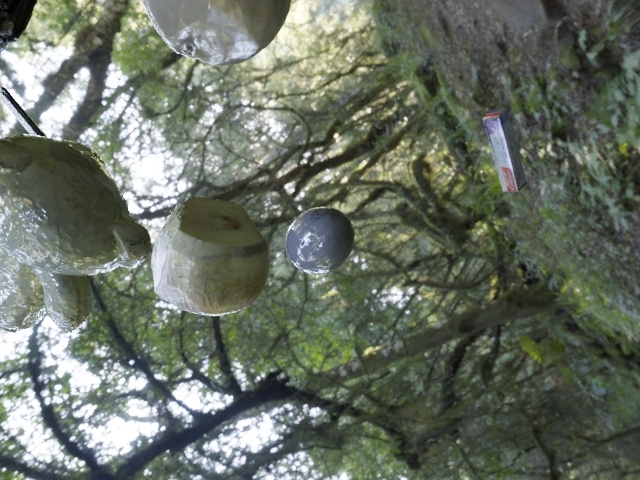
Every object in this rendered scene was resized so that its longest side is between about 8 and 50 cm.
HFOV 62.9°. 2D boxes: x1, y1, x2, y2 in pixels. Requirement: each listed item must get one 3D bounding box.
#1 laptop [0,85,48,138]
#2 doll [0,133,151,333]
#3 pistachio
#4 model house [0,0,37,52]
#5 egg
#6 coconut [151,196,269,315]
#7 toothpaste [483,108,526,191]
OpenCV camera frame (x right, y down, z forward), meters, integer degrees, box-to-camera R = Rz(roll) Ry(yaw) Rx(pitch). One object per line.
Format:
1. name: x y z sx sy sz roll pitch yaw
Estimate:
1. laptop: -0.508 -0.209 0.898 0.180 0.016 0.129 26 152 51
2. doll: -0.299 -0.007 0.550 0.175 0.278 0.149 35 -140 -31
3. pistachio: -0.127 -0.347 0.605 0.208 0.226 0.332 40 164 18
4. model house: -0.462 -0.319 0.658 0.106 0.165 0.152 14 179 24
5. egg: 0.000 0.000 1.164 0.146 0.199 0.146 7 -107 -23
6. coconut: -0.274 0.055 1.309 0.297 0.254 0.297 15 -151 -9
7. toothpaste: 0.424 -0.204 1.199 0.040 0.047 0.196 -45 -58 -33
